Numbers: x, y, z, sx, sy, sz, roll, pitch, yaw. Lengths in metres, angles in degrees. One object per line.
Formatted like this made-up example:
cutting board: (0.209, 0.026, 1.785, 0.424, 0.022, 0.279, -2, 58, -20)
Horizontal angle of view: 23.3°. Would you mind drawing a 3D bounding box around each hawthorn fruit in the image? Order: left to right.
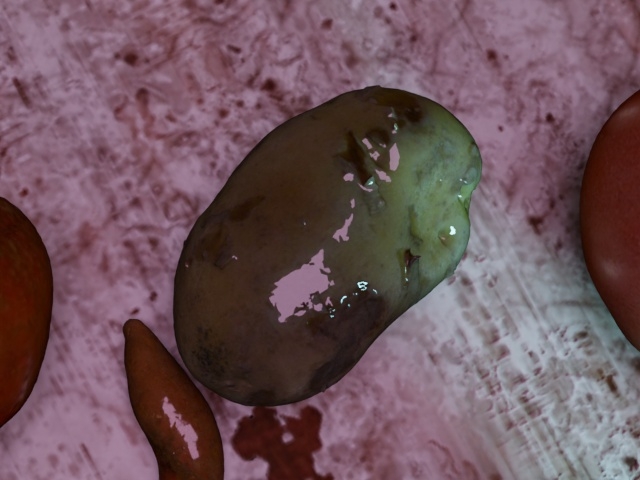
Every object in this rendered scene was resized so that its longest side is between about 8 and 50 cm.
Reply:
hawthorn fruit: (-0.274, 0.068, 1.051, 0.197, 0.196, 0.225, -8, 113, -8)

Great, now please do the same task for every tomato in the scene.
tomato: (0.314, -0.019, 1.109, 0.256, 0.224, 0.255, 2, 83, -17)

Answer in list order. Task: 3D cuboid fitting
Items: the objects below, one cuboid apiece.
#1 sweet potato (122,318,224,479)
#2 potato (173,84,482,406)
sweet potato: (-0.099, 0.150, 1.112, 0.055, 0.058, 0.202, -12, 82, -30)
potato: (0.000, 0.000, 1.099, 0.262, 0.165, 0.165, -41, 89, -14)
